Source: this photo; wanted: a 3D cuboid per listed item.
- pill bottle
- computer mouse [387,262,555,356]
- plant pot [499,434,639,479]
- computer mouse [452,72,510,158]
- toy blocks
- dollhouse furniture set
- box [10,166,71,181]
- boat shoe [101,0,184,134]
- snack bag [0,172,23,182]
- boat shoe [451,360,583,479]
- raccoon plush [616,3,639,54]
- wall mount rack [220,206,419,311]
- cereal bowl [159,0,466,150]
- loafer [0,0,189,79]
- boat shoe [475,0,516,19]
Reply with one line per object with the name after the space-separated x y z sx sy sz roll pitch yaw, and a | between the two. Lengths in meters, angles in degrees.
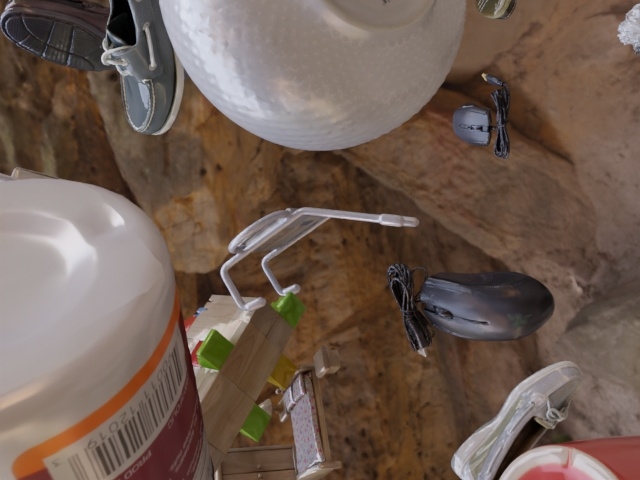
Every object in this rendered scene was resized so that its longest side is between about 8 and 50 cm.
-0.204 0.168 0.487 0.224 0.224 0.391 -112 17 -48 | pill bottle
0.248 0.123 1.023 0.072 0.273 0.188 -52 -51 -51 | computer mouse
0.360 0.367 0.747 0.243 0.275 0.274 22 -150 -34 | plant pot
0.370 -0.309 1.453 0.262 0.060 0.183 -117 19 -63 | computer mouse
-0.226 0.239 1.069 0.261 0.381 0.190 -2 138 44 | toy blocks
-0.080 0.406 1.119 0.355 0.174 0.303 119 147 -50 | dollhouse furniture set
-0.630 -0.053 1.331 0.232 0.127 0.148 -10 69 57 | box
-0.238 -0.262 0.758 0.116 0.099 0.319 42 140 23 | boat shoe
-0.596 -0.112 0.908 0.323 0.343 0.037 -5 71 54 | snack bag
0.398 0.369 1.182 0.118 0.320 0.103 44 -176 -41 | boat shoe
0.717 -0.252 0.961 0.447 0.216 0.299 32 166 -4 | raccoon plush
0.000 0.000 1.059 0.130 0.304 0.350 58 -166 6 | wall mount rack
0.017 -0.267 0.618 0.141 0.339 0.338 -7 105 64 | cereal bowl
-0.362 -0.342 1.011 0.109 0.303 0.095 -39 53 47 | loafer
0.334 -0.466 1.148 0.080 0.074 0.223 -59 20 30 | boat shoe
